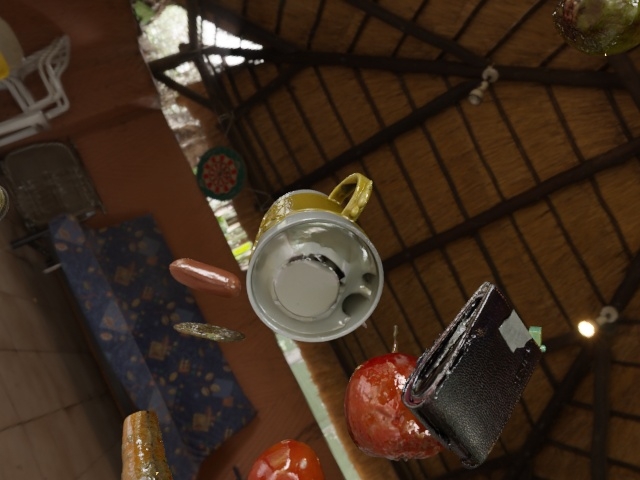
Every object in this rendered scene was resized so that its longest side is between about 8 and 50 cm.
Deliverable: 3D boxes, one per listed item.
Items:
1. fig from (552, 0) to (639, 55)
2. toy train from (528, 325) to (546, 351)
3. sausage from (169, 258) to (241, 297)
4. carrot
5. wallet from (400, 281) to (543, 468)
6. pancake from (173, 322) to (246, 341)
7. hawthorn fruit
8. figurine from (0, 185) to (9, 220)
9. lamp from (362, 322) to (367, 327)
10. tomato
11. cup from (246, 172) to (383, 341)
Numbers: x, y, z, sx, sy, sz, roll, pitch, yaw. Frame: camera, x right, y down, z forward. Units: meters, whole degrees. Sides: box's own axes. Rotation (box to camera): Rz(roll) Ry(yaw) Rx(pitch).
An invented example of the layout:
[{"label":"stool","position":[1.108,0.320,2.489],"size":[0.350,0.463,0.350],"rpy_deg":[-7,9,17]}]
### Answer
[{"label":"fig","position":[0.457,-0.363,0.810],"size":[0.154,0.165,0.144],"rpy_deg":[-19,-116,61]},{"label":"toy train","position":[0.540,0.268,1.383],"size":[0.122,0.050,0.081],"rpy_deg":[3,-75,29]},{"label":"sausage","position":[-0.294,0.098,1.322],"size":[0.194,0.077,0.077],"rpy_deg":[18,-28,6]},{"label":"carrot","position":[-0.482,0.629,1.417],"size":[0.302,0.138,0.139],"rpy_deg":[-124,-163,-44]},{"label":"wallet","position":[0.275,0.234,0.887],"size":[0.221,0.262,0.071],"rpy_deg":[48,-19,-26]},{"label":"pancake","position":[-0.291,0.242,1.361],"size":[0.199,0.199,0.021],"rpy_deg":[178,-77,-72]},{"label":"hawthorn fruit","position":[0.161,0.316,1.081],"size":[0.242,0.241,0.272],"rpy_deg":[125,-39,-71]},{"label":"figurine","position":[-0.534,-0.109,0.642],"size":[0.248,0.203,0.380],"rpy_deg":[29,-21,3]},{"label":"lamp","position":[0.043,0.113,1.225],"size":[0.180,0.108,0.246],"rpy_deg":[61,-8,-14]},{"label":"tomato","position":[-0.106,0.764,1.625],"size":[0.260,0.259,0.180],"rpy_deg":[61,-20,8]},{"label":"cup","position":[0.000,0.000,0.772],"size":[0.185,0.241,0.226],"rpy_deg":[31,14,-16]}]
